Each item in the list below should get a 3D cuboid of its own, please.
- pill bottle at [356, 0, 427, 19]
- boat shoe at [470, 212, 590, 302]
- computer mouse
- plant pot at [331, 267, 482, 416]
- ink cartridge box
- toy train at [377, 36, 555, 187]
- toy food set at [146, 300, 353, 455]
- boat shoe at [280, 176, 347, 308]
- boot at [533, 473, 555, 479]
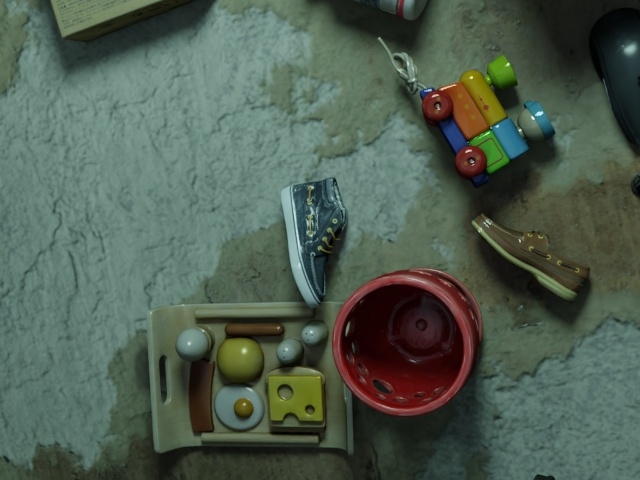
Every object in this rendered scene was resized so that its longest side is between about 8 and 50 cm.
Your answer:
[{"bbox_3d":[0.063,-0.380,1.663,0.180,0.108,0.108,22,101,12],"label":"pill bottle"},{"bbox_3d":[0.289,0.013,1.670,0.178,0.064,0.060,35,98,2],"label":"boat shoe"},{"bbox_3d":[0.469,-0.195,1.600,0.184,0.060,0.262,-17,91,16],"label":"computer mouse"},{"bbox_3d":[0.125,0.131,1.663,0.191,0.174,0.191,1,96,14],"label":"plant pot"},{"bbox_3d":[-0.287,-0.416,1.761,0.235,0.088,0.193,-16,90,16],"label":"ink cartridge box"},{"bbox_3d":[0.201,-0.208,1.653,0.143,0.105,0.248,-31,87,5],"label":"toy train"},{"bbox_3d":[-0.100,0.204,1.772,0.306,0.092,0.219,-2,95,15],"label":"toy food set"},{"bbox_3d":[0.000,0.000,1.725,0.083,0.065,0.183,-15,76,14],"label":"boat shoe"},{"bbox_3d":[0.407,0.484,1.645,0.260,0.131,0.348,-1,106,22],"label":"boot"}]
